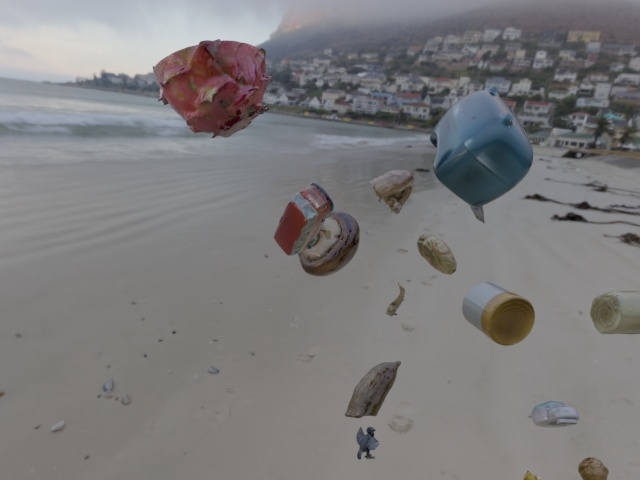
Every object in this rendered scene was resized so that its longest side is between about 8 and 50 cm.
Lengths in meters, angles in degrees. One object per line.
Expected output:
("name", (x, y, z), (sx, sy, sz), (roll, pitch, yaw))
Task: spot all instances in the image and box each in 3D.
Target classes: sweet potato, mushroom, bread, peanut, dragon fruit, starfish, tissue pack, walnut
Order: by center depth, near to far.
("tissue pack", (0.399, -0.239, 1.001), (0.198, 0.206, 0.287), (36, 38, -15))
("bread", (0.968, 0.228, 1.291), (0.142, 0.148, 0.133), (1, 51, -4))
("dragon fruit", (-0.331, -0.471, 1.312), (0.371, 0.248, 0.386), (-16, 6, -10))
("mushroom", (0.292, -0.205, 1.565), (0.156, 0.151, 0.286), (57, 16, 16))
("walnut", (1.100, 0.931, 1.631), (0.105, 0.124, 0.105), (0, 45, 0))
("starfish", (0.319, 0.254, 1.687), (0.050, 0.138, 0.247), (26, -6, 16))
("peanut", (0.522, 0.058, 1.830), (0.110, 0.196, 0.233), (-35, 12, 7))
("mushroom", (0.000, 0.000, 1.866), (0.260, 0.345, 0.346), (29, -2, -44))
("sweet potato", (0.262, 0.724, 1.989), (0.158, 0.157, 0.369), (21, 66, 38))

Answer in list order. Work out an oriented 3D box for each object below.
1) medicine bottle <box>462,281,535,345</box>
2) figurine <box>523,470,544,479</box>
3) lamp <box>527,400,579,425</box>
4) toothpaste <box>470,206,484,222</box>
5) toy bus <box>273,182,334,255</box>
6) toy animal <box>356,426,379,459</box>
("medicine bottle", (0.828, 0.338, 1.900), (0.238, 0.237, 0.232), (3, 11, -12))
("figurine", (0.964, 1.041, 1.656), (0.247, 0.156, 0.131), (21, 58, 29))
("lamp", (1.061, 0.782, 1.834), (0.180, 0.246, 0.107), (-1, 61, -1))
("toothpaste", (0.513, -0.196, 1.371), (0.048, 0.300, 0.075), (-36, 33, -22))
("toy bus", (-0.059, -0.058, 1.264), (0.120, 0.265, 0.121), (-30, 75, -34))
("toy animal", (0.164, 0.720, 1.441), (0.062, 0.107, 0.220), (8, -10, -11))
